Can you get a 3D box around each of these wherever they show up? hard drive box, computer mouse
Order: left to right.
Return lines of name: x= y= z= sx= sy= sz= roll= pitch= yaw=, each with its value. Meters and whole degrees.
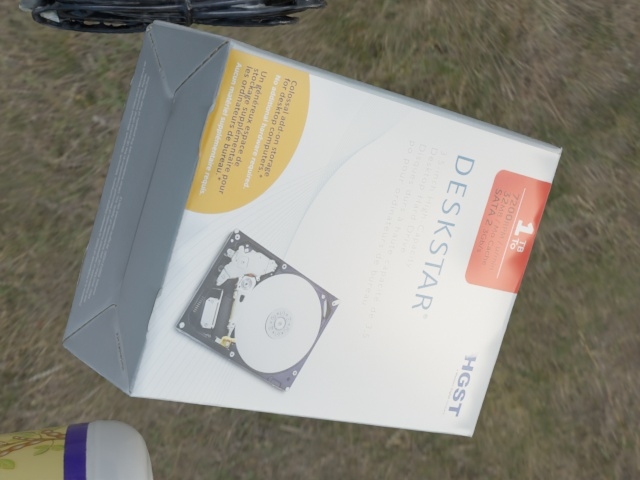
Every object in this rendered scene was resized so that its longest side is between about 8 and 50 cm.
computer mouse: x=-0.100 y=-0.203 z=0.879 sx=0.189 sy=0.272 sz=0.072 roll=0 pitch=128 yaw=-7
hard drive box: x=0.000 y=0.000 z=0.700 sx=0.232 sy=0.089 sz=0.181 roll=12 pitch=97 yaw=-37

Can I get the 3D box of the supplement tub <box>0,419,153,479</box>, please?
supplement tub: x=-0.267 y=0.252 z=0.827 sx=0.331 sy=0.241 sz=0.241 roll=-7 pitch=104 yaw=-7
